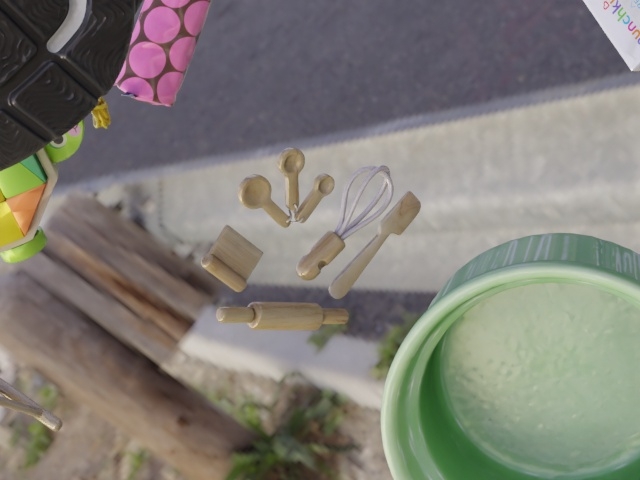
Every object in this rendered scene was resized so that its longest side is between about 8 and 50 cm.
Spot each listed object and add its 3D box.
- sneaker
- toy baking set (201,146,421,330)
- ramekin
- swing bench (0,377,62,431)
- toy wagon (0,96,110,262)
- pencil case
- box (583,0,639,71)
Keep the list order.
[{"bbox_3d":[-0.300,-0.250,1.559,0.447,0.169,0.257,-53,28,-13],"label":"sneaker"},{"bbox_3d":[-0.003,0.006,1.557,0.030,0.256,0.196,34,110,51],"label":"toy baking set"},{"bbox_3d":[0.214,0.140,1.339,0.303,0.303,0.148,-42,7,21],"label":"ramekin"},{"bbox_3d":[-0.544,0.279,2.048,0.255,0.165,0.253,30,88,33],"label":"swing bench"},{"bbox_3d":[-0.397,-0.089,1.623,0.344,0.267,0.068,-22,24,2],"label":"toy wagon"},{"bbox_3d":[-0.219,-0.293,2.078,0.095,0.098,0.209,-46,-22,-82],"label":"pencil case"},{"bbox_3d":[0.399,-0.366,1.716,0.127,0.262,0.231,-7,-29,-44],"label":"box"}]
